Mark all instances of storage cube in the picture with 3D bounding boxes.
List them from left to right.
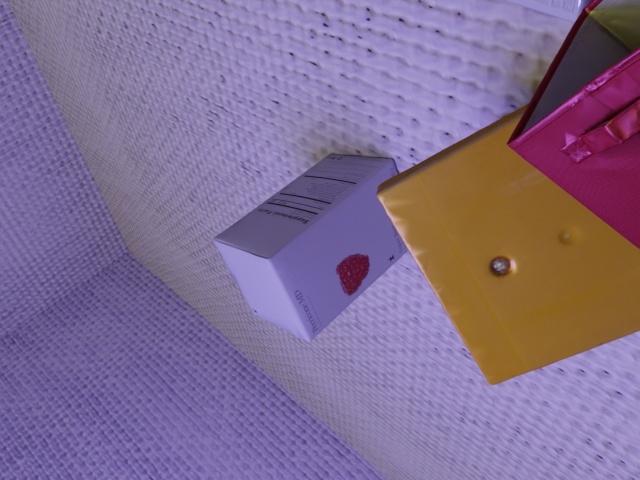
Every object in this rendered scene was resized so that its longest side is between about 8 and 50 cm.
[{"bbox_3d":[0.297,-0.115,0.413,0.193,0.215,0.183,37,157,-4],"label":"storage cube"}]

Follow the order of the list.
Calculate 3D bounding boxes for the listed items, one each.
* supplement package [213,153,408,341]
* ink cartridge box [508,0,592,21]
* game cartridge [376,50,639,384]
[{"bbox_3d":[0.000,0.000,0.989,0.175,0.293,0.178,16,138,49],"label":"supplement package"},{"bbox_3d":[0.188,-0.342,0.555,0.232,0.066,0.189,46,156,40],"label":"ink cartridge box"},{"bbox_3d":[0.269,-0.013,0.623,0.323,0.053,0.285,-28,103,19],"label":"game cartridge"}]
